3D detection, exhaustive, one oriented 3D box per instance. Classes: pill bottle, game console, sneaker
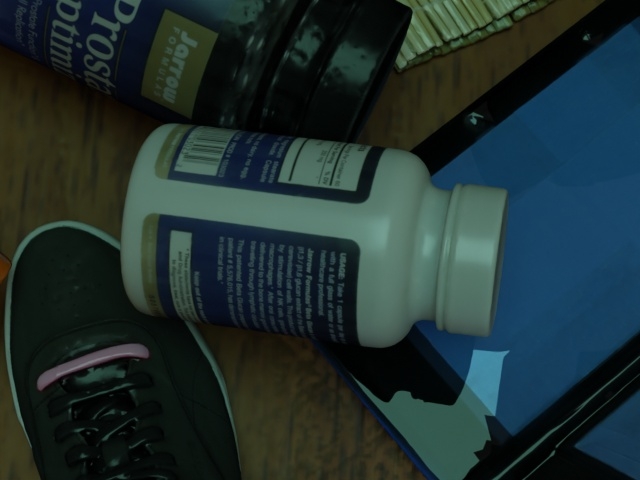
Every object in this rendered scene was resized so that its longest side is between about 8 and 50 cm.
[{"bbox_3d":[-0.070,-0.122,0.690,0.219,0.123,0.123,26,76,4],"label":"pill bottle"},{"bbox_3d":[0.163,0.011,0.650,0.293,0.250,0.173,-39,107,-11],"label":"game console"},{"bbox_3d":[-0.084,0.112,0.617,0.104,0.147,0.296,-18,76,-6],"label":"sneaker"},{"bbox_3d":[0.000,0.000,0.633,0.169,0.094,0.094,8,75,11],"label":"pill bottle"}]

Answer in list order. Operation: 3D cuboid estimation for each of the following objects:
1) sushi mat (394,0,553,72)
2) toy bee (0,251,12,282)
[{"bbox_3d":[0.031,-0.257,0.784,0.151,0.019,0.317,-29,79,-11],"label":"sushi mat"},{"bbox_3d":[-0.272,0.109,0.616,0.298,0.162,0.195,-35,96,-42],"label":"toy bee"}]
